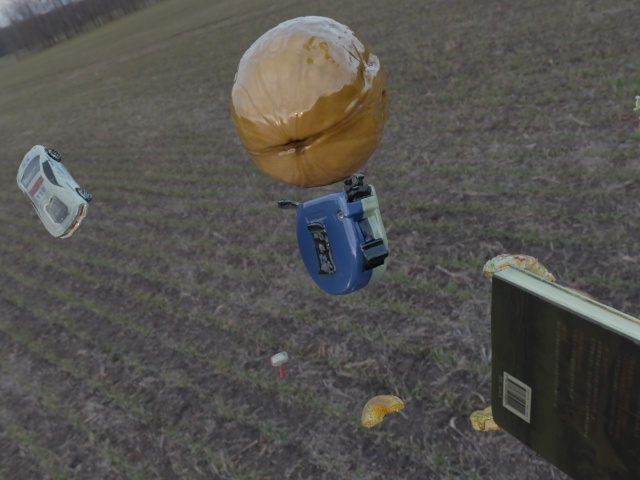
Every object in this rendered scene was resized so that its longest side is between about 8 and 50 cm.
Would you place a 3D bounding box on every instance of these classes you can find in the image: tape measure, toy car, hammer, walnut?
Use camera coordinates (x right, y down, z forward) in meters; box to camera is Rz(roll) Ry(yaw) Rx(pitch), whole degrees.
[{"bbox_3d":[0.000,0.000,1.253,0.098,0.215,0.351,-17,4,-29],"label":"tape measure"},{"bbox_3d":[-0.483,-0.090,1.105,0.095,0.205,0.056,-49,-23,14],"label":"toy car"},{"bbox_3d":[-0.110,0.351,1.730,0.053,0.083,0.031,-20,31,-19],"label":"hammer"},{"bbox_3d":[-0.008,-0.171,0.758,0.196,0.195,0.221,-7,34,30],"label":"walnut"}]

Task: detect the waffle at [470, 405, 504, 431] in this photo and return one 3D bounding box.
[{"bbox_3d":[0.367,0.287,1.061,0.192,0.161,0.046,-35,54,38],"label":"waffle"}]

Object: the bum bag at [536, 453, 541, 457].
[{"bbox_3d":[0.466,0.389,1.331,0.102,0.248,0.069,-26,29,25],"label":"bum bag"}]

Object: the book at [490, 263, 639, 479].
[{"bbox_3d":[0.214,0.127,0.444,0.024,0.160,0.228,-19,28,-28],"label":"book"}]

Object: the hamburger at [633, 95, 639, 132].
[{"bbox_3d":[0.731,-0.289,1.125,0.275,0.212,0.274,-2,33,1],"label":"hamburger"}]

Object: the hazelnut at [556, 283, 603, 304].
[{"bbox_3d":[0.490,0.188,1.244,0.177,0.214,0.214,-2,22,-13],"label":"hazelnut"}]

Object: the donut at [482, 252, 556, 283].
[{"bbox_3d":[0.362,0.083,1.072,0.108,0.166,0.065,-38,3,-36],"label":"donut"}]

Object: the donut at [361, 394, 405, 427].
[{"bbox_3d":[0.112,0.316,1.145,0.083,0.038,0.067,-5,64,48],"label":"donut"}]
